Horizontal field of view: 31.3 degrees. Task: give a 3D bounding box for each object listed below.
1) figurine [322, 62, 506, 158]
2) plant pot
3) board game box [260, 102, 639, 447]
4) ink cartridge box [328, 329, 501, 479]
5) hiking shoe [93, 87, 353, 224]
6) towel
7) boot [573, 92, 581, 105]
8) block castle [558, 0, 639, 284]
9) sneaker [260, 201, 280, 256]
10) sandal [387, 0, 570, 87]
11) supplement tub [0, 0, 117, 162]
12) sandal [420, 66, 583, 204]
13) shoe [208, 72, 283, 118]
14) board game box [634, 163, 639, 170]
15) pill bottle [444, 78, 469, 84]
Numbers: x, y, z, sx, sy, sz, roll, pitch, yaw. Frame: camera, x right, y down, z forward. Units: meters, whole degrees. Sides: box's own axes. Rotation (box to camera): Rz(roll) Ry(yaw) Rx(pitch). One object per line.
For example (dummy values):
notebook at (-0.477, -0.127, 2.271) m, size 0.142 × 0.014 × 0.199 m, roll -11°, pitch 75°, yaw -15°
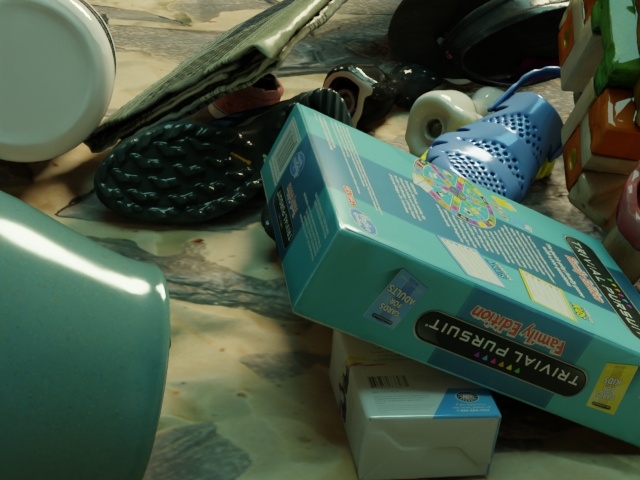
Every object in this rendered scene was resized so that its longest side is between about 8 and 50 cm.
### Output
figurine at (0.144, -0.184, 1.517) m, size 0.215 × 0.092 × 0.209 m, roll 21°, pitch 27°, yaw 28°
plant pot at (-0.242, 0.084, 0.747) m, size 0.255 × 0.272 × 0.272 m, roll 12°, pitch 23°, yaw -20°
board game box at (0.124, 0.026, 0.960) m, size 0.336 × 0.079 × 0.254 m, roll 23°, pitch 22°, yaw -19°
ink cartridge box at (0.068, 0.114, 0.929) m, size 0.104 × 0.062 × 0.181 m, roll 1°, pitch 27°, yaw -10°
hiking shoe at (-0.112, -0.085, 1.284) m, size 0.304 × 0.113 × 0.132 m, roll -16°, pitch 3°, yaw -24°
towel at (-0.094, -0.213, 1.348) m, size 0.312 × 0.056 × 0.324 m, roll -19°, pitch 19°, yaw 39°
boot at (0.431, -0.160, 1.524) m, size 0.246 × 0.083 × 0.161 m, roll 17°, pitch 37°, yaw 30°
block castle at (0.422, -0.177, 1.171) m, size 0.303 × 0.213 × 0.453 m, roll 5°, pitch 65°, yaw -4°
sneaker at (0.000, 0.000, 1.141) m, size 0.106 × 0.101 × 0.267 m, roll -17°, pitch 28°, yaw 8°
sandal at (0.291, -0.275, 1.529) m, size 0.445 × 0.168 × 0.107 m, roll 4°, pitch 38°, yaw 24°
supplement tub at (-0.328, -0.198, 1.295) m, size 0.191 × 0.191 × 0.272 m, roll 0°, pitch 12°, yaw -10°
sandal at (0.215, -0.115, 1.300) m, size 0.126 × 0.138 × 0.317 m, roll 41°, pitch 37°, yaw 5°
shoe at (-0.095, -0.187, 1.479) m, size 0.063 × 0.081 × 0.178 m, roll -9°, pitch 30°, yaw -25°
board game box at (0.401, -0.183, 1.395) m, size 0.047 × 0.160 × 0.210 m, roll 21°, pitch 52°, yaw 30°
pill bottle at (0.206, -0.291, 1.731) m, size 0.086 × 0.086 × 0.152 m, roll 4°, pitch 27°, yaw -2°
